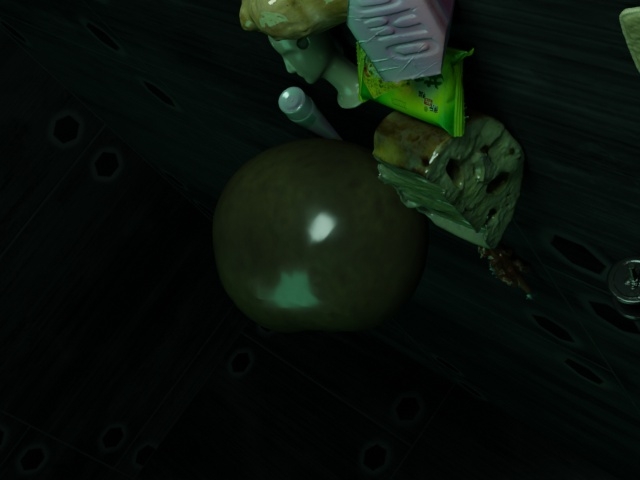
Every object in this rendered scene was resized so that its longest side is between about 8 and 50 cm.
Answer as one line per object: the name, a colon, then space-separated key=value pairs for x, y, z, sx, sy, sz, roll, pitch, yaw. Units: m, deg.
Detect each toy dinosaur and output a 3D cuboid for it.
toy dinosaur: x=0.311 y=0.049 z=1.573 sx=0.154 sy=0.049 sz=0.055 roll=45 pitch=165 yaw=-19

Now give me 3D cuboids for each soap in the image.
soap: x=0.080 y=-0.228 z=0.942 sx=0.100 sy=0.056 sz=0.149 roll=-5 pitch=148 yaw=28

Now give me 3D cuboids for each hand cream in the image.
hand cream: x=-0.013 y=-0.198 z=1.566 sx=0.076 sy=0.047 sz=0.174 roll=29 pitch=177 yaw=26

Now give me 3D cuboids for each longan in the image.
longan: x=0.000 y=0.000 z=1.554 sx=0.361 sy=0.361 sz=0.361 roll=35 pitch=170 yaw=7

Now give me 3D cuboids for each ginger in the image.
ginger: x=-0.004 y=-0.263 z=1.014 sx=0.115 sy=0.122 sz=0.193 roll=53 pitch=155 yaw=-23

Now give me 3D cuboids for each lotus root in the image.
lotus root: x=0.164 y=-0.090 z=1.177 sx=0.119 sy=0.138 sz=0.235 roll=36 pitch=173 yaw=37

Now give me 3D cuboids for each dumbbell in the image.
dumbbell: x=0.411 y=0.062 z=1.235 sx=0.069 sy=0.069 sz=0.147 roll=30 pitch=168 yaw=33

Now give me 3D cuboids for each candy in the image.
candy: x=0.100 y=-0.188 z=1.082 sx=0.032 sy=0.102 sz=0.178 roll=-13 pitch=-151 yaw=-36

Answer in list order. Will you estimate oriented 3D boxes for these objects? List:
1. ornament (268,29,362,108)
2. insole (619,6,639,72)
ornament: x=-0.004 y=-0.238 z=1.221 sx=0.156 sy=0.081 sz=0.075 roll=37 pitch=-174 yaw=-35
insole: x=0.331 y=-0.117 z=0.828 sx=0.248 sy=0.011 sz=0.081 roll=41 pitch=169 yaw=-30
